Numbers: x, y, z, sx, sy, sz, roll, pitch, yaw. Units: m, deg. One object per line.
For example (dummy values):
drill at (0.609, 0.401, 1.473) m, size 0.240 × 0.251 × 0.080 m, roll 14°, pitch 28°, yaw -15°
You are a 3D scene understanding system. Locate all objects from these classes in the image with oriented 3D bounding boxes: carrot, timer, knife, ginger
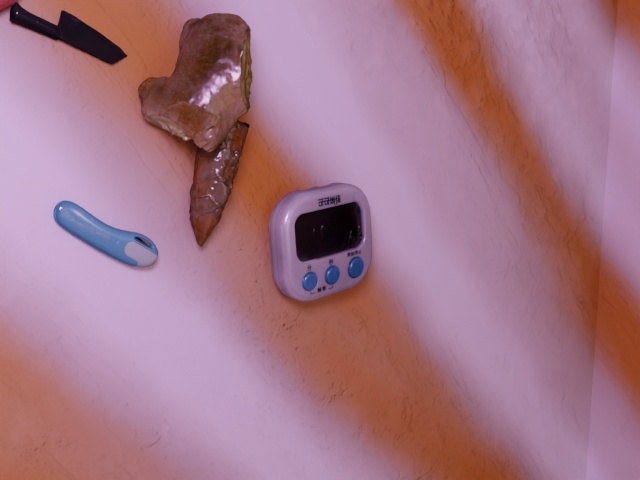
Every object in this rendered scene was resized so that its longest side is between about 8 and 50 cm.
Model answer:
carrot at (-0.209, -0.117, 1.785) m, size 0.101 × 0.102 × 0.263 m, roll 10°, pitch 94°, yaw -42°
timer at (0.000, 0.000, 1.980) m, size 0.262 × 0.087 × 0.237 m, roll -15°, pitch 106°, yaw -40°
knife at (-0.431, -0.364, 1.593) m, size 0.230 × 0.028 × 0.060 m, roll 21°, pitch 70°, yaw -43°
ginger at (-0.226, -0.298, 1.693) m, size 0.130 × 0.221 × 0.276 m, roll 59°, pitch 23°, yaw -67°
knife at (-0.390, -0.010, 1.669) m, size 0.222 × 0.031 × 0.064 m, roll 32°, pitch 78°, yaw -36°

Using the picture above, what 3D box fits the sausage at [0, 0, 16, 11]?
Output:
sausage at (-0.540, -0.385, 1.478) m, size 0.050 × 0.048 × 0.145 m, roll 43°, pitch 61°, yaw 6°
